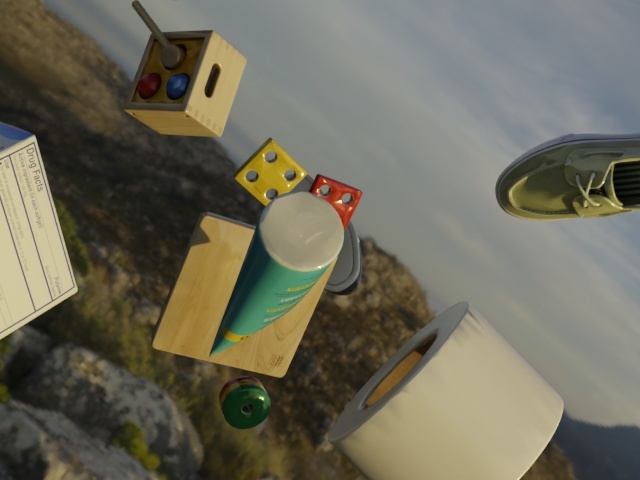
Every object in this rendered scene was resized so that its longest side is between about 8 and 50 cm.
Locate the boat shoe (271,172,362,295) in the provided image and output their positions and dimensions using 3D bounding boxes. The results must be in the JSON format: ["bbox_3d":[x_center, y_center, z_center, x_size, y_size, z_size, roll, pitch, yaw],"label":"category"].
[{"bbox_3d":[0.000,0.000,1.311,0.254,0.095,0.079,52,-5,48],"label":"boat shoe"}]

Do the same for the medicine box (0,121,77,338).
[{"bbox_3d":[-0.513,0.010,1.266,0.149,0.289,0.263,20,-49,34],"label":"medicine box"}]

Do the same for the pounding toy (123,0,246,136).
[{"bbox_3d":[-0.180,-0.215,1.152,0.130,0.141,0.100,7,-16,36],"label":"pounding toy"}]

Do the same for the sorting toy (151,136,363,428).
[{"bbox_3d":[-0.069,0.037,0.840,0.132,0.274,0.046,16,17,-24],"label":"sorting toy"}]

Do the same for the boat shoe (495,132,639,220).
[{"bbox_3d":[0.360,-0.082,1.159,0.094,0.302,0.109,-43,117,-58],"label":"boat shoe"}]

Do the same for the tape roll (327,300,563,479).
[{"bbox_3d":[0.152,0.218,1.139,0.169,0.246,0.246,45,1,1],"label":"tape roll"}]

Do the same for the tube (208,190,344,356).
[{"bbox_3d":[-0.034,0.032,0.644,0.052,0.080,0.207,59,-22,13],"label":"tube"}]
